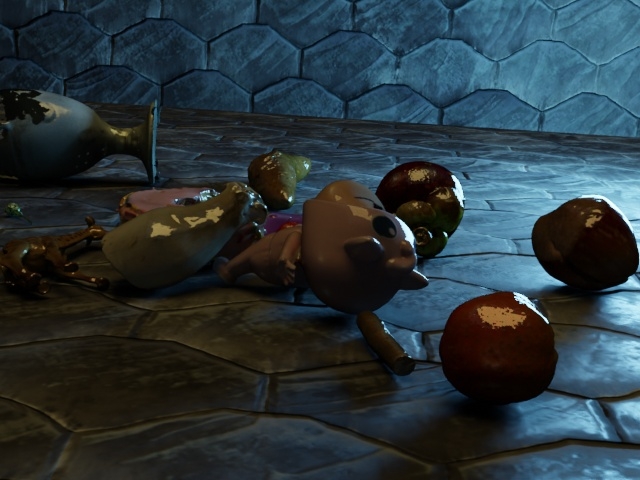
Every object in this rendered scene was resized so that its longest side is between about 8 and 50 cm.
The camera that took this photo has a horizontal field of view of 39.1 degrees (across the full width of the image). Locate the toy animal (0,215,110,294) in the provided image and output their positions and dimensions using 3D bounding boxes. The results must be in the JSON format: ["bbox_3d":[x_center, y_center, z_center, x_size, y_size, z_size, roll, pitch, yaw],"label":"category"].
[{"bbox_3d":[-0.363,0.017,1.244,0.149,0.054,0.275,3,14,-12],"label":"toy animal"}]

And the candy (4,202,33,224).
[{"bbox_3d":[-0.503,-0.042,1.504,0.023,0.025,0.083,-48,46,-14],"label":"candy"}]

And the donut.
[{"bbox_3d":[-0.204,-0.022,1.361,0.199,0.085,0.233,-5,17,-31],"label":"donut"}]

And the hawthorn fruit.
[{"bbox_3d":[0.176,0.108,0.906,0.128,0.128,0.128,3,15,-1],"label":"hawthorn fruit"}]

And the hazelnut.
[{"bbox_3d":[0.387,0.008,1.308,0.143,0.143,0.154,-4,0,-27],"label":"hazelnut"}]

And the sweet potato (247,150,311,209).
[{"bbox_3d":[-0.087,-0.130,1.789,0.114,0.092,0.341,20,16,-1],"label":"sweet potato"}]

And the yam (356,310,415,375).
[{"bbox_3d":[0.070,0.114,1.010,0.032,0.032,0.145,0,14,-14],"label":"yam"}]

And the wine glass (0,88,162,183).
[{"bbox_3d":[-0.497,-0.205,1.806,0.357,0.190,0.190,4,14,-9],"label":"wine glass"}]

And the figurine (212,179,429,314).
[{"bbox_3d":[0.000,0.000,1.177,0.176,0.186,0.287,23,-18,-38],"label":"figurine"}]

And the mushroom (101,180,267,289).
[{"bbox_3d":[-0.176,-0.011,1.204,0.225,0.093,0.116,-25,60,-13],"label":"mushroom"}]

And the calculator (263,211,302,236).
[{"bbox_3d":[-0.041,-0.017,1.485,0.127,0.034,0.190,7,16,8],"label":"calculator"}]

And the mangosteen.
[{"bbox_3d":[0.165,-0.036,1.434,0.146,0.156,0.181,23,30,-39],"label":"mangosteen"}]
